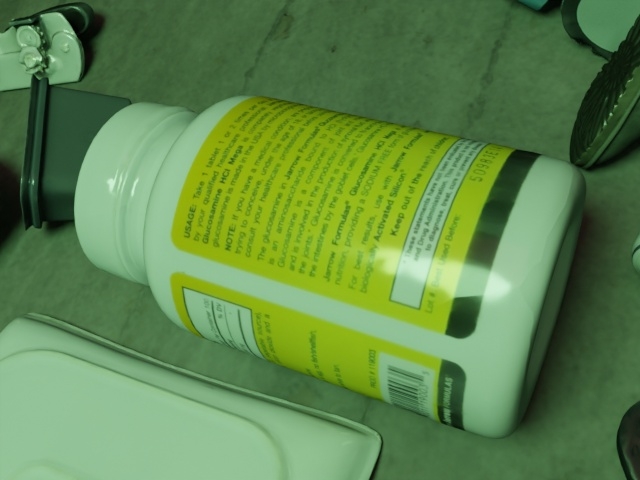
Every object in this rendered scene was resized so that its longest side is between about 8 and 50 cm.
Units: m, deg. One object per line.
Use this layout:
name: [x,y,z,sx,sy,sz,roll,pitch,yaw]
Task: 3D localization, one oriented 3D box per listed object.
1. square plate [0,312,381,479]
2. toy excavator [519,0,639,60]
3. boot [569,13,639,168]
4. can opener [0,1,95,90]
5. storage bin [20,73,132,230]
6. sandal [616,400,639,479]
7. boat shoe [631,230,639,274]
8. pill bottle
square plate: [-0.177,0.210,0.513,0.344,0.049,0.347,14,50,20]
toy excavator: [0.152,-0.352,0.661,0.445,0.433,0.222,31,72,-3]
boot: [0.320,-0.097,0.577,0.209,0.189,0.076,18,48,-7]
can opener: [-0.378,-0.197,0.835,0.281,0.074,0.093,-6,27,9]
storage bin: [-0.224,-0.075,0.715,0.091,0.098,0.135,3,60,-15]
sandal: [0.254,0.209,0.454,0.097,0.054,0.254,-24,59,1]
boat shoe: [0.316,0.079,0.490,0.268,0.096,0.088,34,71,19]
pill bottle: [0.000,0.000,0.554,0.334,0.188,0.187,16,68,21]
